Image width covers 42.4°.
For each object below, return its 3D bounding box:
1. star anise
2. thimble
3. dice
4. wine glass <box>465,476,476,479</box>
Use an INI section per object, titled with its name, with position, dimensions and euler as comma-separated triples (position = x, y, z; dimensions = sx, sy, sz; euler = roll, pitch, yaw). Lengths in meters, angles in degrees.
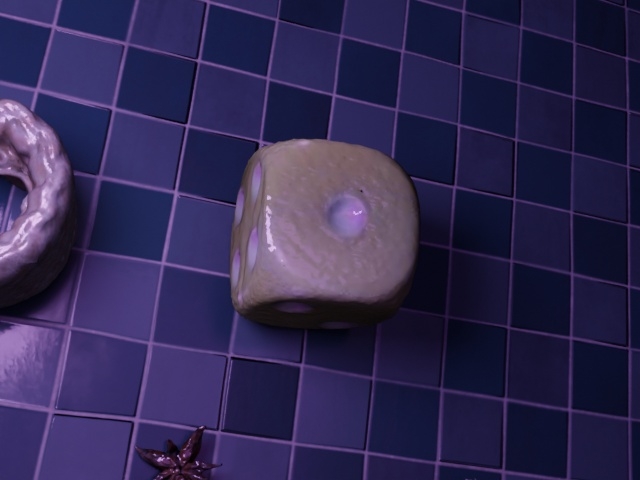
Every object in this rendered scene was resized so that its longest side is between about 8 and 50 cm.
[star anise]
position = -0.206, 0.353, 1.225
dimensions = 0.124, 0.056, 0.129
euler = -15, 76, -9
[thimble]
position = -0.500, -0.049, 1.183
dimensions = 0.291, 0.195, 0.292
euler = 5, 69, -12
[dice]
position = 0.000, 0.000, 1.291
dimensions = 0.254, 0.250, 0.252
euler = 8, 73, -15
[wine glass]
position = 0.277, 0.536, 1.279
dimensions = 0.143, 0.143, 0.321
euler = -27, 84, -22
